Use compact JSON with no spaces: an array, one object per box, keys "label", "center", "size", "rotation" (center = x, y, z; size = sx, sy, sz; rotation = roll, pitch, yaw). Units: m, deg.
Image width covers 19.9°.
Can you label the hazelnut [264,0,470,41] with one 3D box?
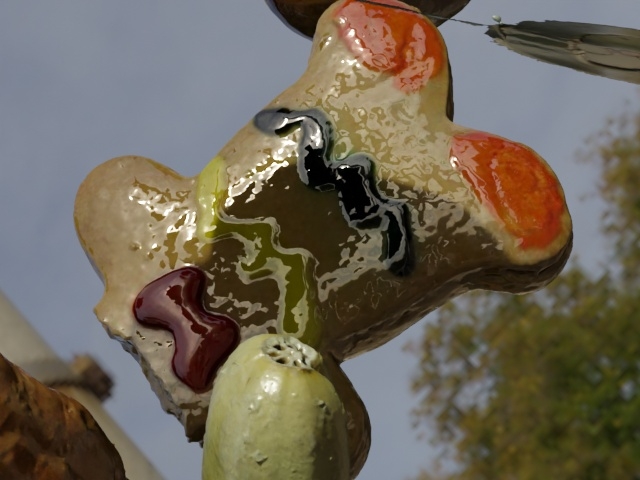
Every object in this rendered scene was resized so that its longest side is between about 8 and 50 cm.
[{"label":"hazelnut","center":[0.048,-0.304,1.881],"size":[0.251,0.217,0.217],"rotation":[5,-46,-8]}]

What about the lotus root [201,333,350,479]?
[{"label":"lotus root","center":[-0.026,0.138,0.994],"size":[0.077,0.090,0.183],"rotation":[-4,-57,-12]}]

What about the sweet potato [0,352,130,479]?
[{"label":"sweet potato","center":[-0.177,0.123,1.058],"size":[0.097,0.097,0.251],"rotation":[-40,-49,-10]}]

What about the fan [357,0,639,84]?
[{"label":"fan","center":[0.112,-0.109,0.951],"size":[0.191,0.329,0.009],"rotation":[174,107,-87]}]

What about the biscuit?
[{"label":"biscuit","center":[0.000,0.000,1.567],"size":[0.394,0.368,0.076],"rotation":[-35,-23,-5]}]
